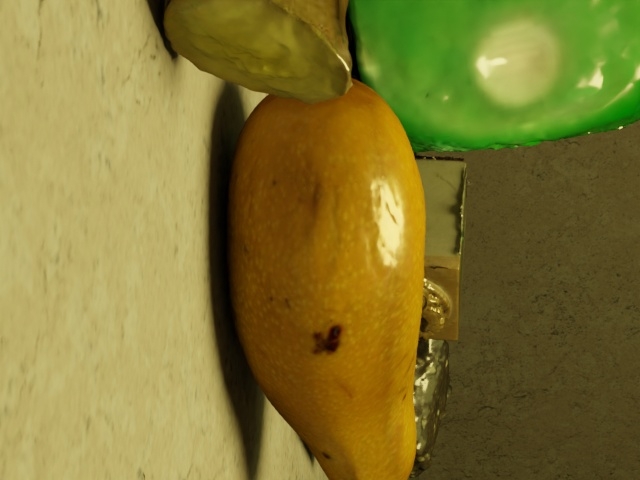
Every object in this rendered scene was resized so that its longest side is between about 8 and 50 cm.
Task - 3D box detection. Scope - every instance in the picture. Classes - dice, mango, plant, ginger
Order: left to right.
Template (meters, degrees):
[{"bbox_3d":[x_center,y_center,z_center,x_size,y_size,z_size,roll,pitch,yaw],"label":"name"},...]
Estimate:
[{"bbox_3d":[-0.015,-0.197,0.616,0.116,0.109,0.263,89,5,-70],"label":"ginger"},{"bbox_3d":[0.004,0.034,0.776,0.177,0.120,0.295,-92,-179,-58],"label":"mango"},{"bbox_3d":[0.074,0.147,1.304,0.132,0.129,0.194,81,15,-54],"label":"plant"},{"bbox_3d":[0.165,-0.248,1.173,0.297,0.287,0.300,-90,168,-75],"label":"dice"}]

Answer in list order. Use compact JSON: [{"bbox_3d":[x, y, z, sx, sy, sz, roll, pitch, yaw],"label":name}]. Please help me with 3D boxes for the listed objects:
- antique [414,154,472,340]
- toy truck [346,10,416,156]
[{"bbox_3d":[0.066,0.012,1.160,0.152,0.146,0.148,80,16,-57],"label":"antique"},{"bbox_3d":[0.078,-0.200,1.468,0.259,0.088,0.121,83,11,-56],"label":"toy truck"}]
